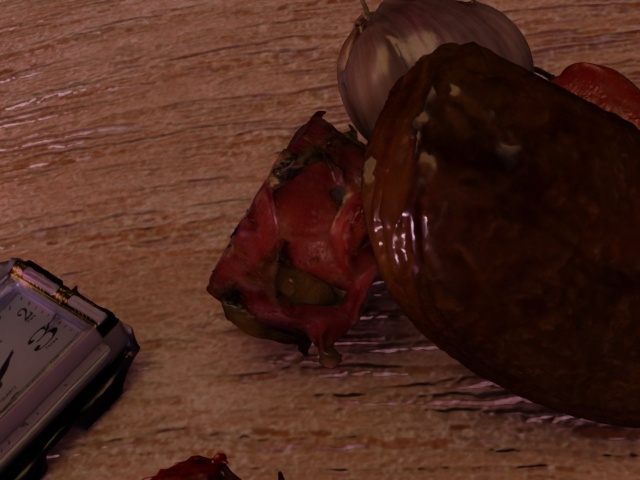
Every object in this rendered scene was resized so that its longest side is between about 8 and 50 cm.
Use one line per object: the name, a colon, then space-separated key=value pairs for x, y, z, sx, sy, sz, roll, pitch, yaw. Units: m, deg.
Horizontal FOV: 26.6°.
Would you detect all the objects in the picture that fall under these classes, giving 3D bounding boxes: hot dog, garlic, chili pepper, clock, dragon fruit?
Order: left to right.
clock: x=-0.314 y=0.142 z=1.294 sx=0.186 sy=0.083 sz=0.253 roll=26 pitch=62 yaw=36
dragon fruit: x=0.000 y=0.000 z=1.230 sx=0.147 sy=0.282 sz=0.211 roll=32 pitch=72 yaw=-4
garlic: x=0.090 y=-0.170 z=1.362 sx=0.207 sy=0.207 sz=0.257 roll=-25 pitch=48 yaw=-3
hot dog: x=0.209 y=-0.005 z=1.125 sx=0.387 sy=0.174 sz=0.267 roll=28 pitch=62 yaw=-10
chili pepper: x=0.262 y=-0.132 z=1.337 sx=0.086 sy=0.084 sz=0.192 roll=-25 pitch=48 yaw=-28

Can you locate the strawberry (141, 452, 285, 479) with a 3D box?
strawberry: x=-0.083 y=0.300 z=0.971 sx=0.257 sy=0.261 sz=0.261 roll=-47 pitch=49 yaw=-3
